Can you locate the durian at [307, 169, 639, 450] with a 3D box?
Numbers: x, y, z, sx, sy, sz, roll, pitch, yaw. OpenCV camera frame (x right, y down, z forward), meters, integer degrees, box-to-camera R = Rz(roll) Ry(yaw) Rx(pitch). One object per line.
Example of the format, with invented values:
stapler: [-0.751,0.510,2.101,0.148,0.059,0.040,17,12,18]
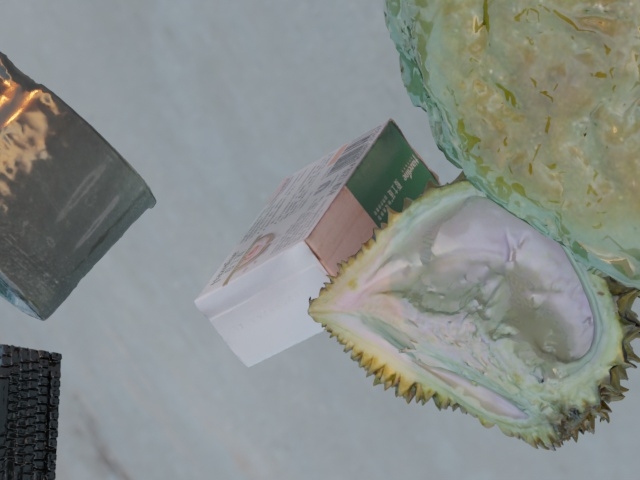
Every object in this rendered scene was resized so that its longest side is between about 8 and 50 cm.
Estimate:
durian: [0.136,0.048,1.367,0.249,0.183,0.138,19,-179,36]

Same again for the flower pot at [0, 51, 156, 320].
flower pot: [-0.221,-0.060,1.155,0.229,0.108,0.103,43,167,-10]

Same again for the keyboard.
keyboard: [-0.250,0.181,1.607,0.018,0.060,0.196,-36,48,50]

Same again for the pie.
pie: [0.227,-0.168,1.040,0.418,0.395,0.180,26,-169,3]

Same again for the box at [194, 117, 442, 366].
box: [0.000,0.000,1.557,0.135,0.199,0.081,-28,106,39]
